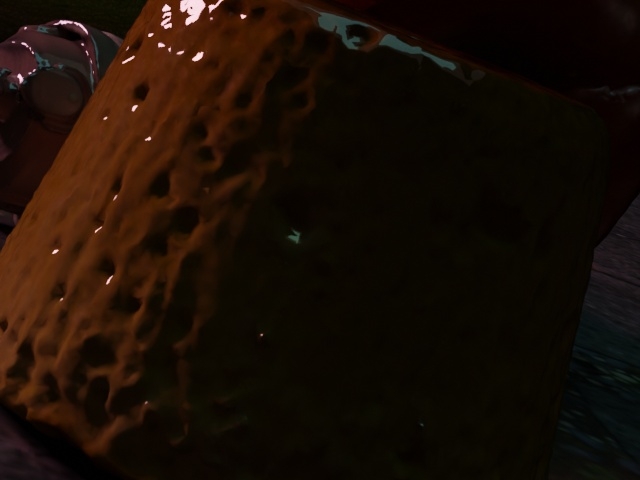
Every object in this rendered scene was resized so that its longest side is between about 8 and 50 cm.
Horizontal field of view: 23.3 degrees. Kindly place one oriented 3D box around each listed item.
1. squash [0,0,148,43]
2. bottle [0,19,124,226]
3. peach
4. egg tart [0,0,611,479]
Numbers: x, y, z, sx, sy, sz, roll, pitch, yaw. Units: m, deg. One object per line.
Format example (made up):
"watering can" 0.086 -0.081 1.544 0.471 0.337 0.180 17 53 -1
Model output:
"squash" -0.191 -0.145 0.955 0.107 0.107 0.395 29 15 36
"bottle" -0.092 -0.039 0.656 0.152 0.099 0.099 15 12 -39
"peach" 0.050 -0.106 0.847 0.281 0.281 0.338 20 10 -11
"egg tart" 0.000 0.000 0.501 0.203 0.147 0.202 21 8 -3
